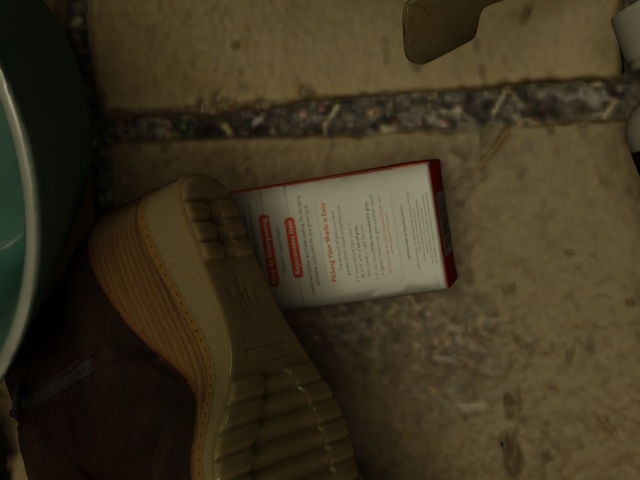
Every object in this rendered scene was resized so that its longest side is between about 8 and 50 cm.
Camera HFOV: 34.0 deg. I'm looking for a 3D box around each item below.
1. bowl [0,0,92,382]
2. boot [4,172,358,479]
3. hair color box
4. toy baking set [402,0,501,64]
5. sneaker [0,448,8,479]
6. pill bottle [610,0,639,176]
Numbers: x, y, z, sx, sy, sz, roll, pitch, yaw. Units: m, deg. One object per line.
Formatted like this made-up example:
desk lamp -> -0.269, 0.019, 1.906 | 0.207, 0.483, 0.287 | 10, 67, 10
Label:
bowl -> -0.250, -0.055, 0.564 | 0.311, 0.163, 0.311 | 5, 109, 14
boot -> -0.086, 0.109, 0.549 | 0.207, 0.090, 0.248 | -37, 61, 41
hair color box -> 0.000, 0.000, 0.582 | 0.141, 0.043, 0.072 | -8, 95, 15
toy baking set -> 0.105, -0.199, 0.467 | 0.030, 0.196, 0.256 | 28, 108, 39
sneaker -> -0.329, 0.245, 0.665 | 0.146, 0.134, 0.343 | 27, 93, 17
pill bottle -> 0.209, -0.031, 0.490 | 0.108, 0.108, 0.193 | -21, 90, 16
